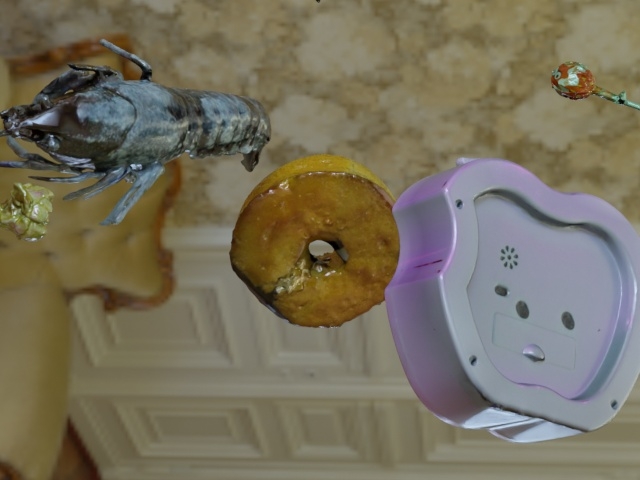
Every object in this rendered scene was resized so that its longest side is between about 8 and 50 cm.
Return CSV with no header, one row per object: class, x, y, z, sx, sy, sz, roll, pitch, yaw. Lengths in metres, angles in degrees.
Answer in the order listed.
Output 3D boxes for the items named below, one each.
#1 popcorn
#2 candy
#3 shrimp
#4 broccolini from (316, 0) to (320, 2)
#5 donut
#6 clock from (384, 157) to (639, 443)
popcorn,-0.482,-0.048,2.150,0.109,0.089,0.097,-34,-149,62
candy,0.366,-0.169,1.585,0.055,0.184,0.049,-58,168,-56
shrimp,-0.213,-0.130,1.514,0.166,0.410,0.221,-29,-107,53
broccolini,-0.077,-0.269,1.252,0.074,0.201,0.058,126,-37,-61
donut,0.002,0.001,1.726,0.118,0.253,0.253,-105,-173,-49
clock,0.231,0.059,1.483,0.102,0.338,0.339,-22,-119,54
